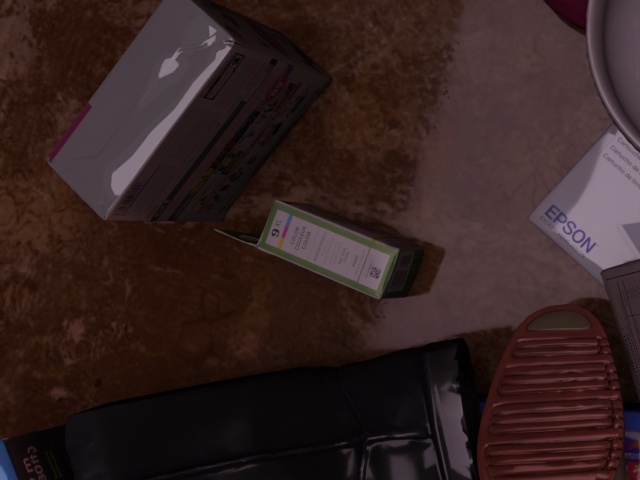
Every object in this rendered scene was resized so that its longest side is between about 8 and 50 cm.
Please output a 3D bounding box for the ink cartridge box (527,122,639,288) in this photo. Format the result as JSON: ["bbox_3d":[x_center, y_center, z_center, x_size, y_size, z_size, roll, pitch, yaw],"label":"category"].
[{"bbox_3d":[0.373,-0.032,1.402,0.223,0.045,0.224,43,102,14],"label":"ink cartridge box"}]

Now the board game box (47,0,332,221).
[{"bbox_3d":[-0.130,-0.133,1.437,0.097,0.303,0.224,42,102,14],"label":"board game box"}]

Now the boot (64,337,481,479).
[{"bbox_3d":[-0.039,0.313,1.399,0.445,0.146,0.367,-12,73,15],"label":"boot"}]

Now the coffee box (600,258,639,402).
[{"bbox_3d":[0.485,0.129,1.170,0.337,0.334,0.338,-16,85,-3],"label":"coffee box"}]

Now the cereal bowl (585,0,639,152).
[{"bbox_3d":[0.436,-0.200,1.324,0.339,0.141,0.339,-1,85,15],"label":"cereal bowl"}]

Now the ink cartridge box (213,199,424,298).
[{"bbox_3d":[0.000,0.000,1.495,0.209,0.109,0.062,22,96,18],"label":"ink cartridge box"}]

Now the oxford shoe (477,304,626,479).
[{"bbox_3d":[0.237,0.264,1.324,0.140,0.146,0.397,-1,69,22],"label":"oxford shoe"}]

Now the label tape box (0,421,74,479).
[{"bbox_3d":[-0.311,0.342,1.472,0.115,0.347,0.249,-25,82,16],"label":"label tape box"}]

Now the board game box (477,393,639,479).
[{"bbox_3d":[0.258,0.288,1.422,0.347,0.078,0.233,2,90,19],"label":"board game box"}]

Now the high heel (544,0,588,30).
[{"bbox_3d":[0.361,-0.398,1.396,0.377,0.127,0.181,-41,101,13],"label":"high heel"}]
